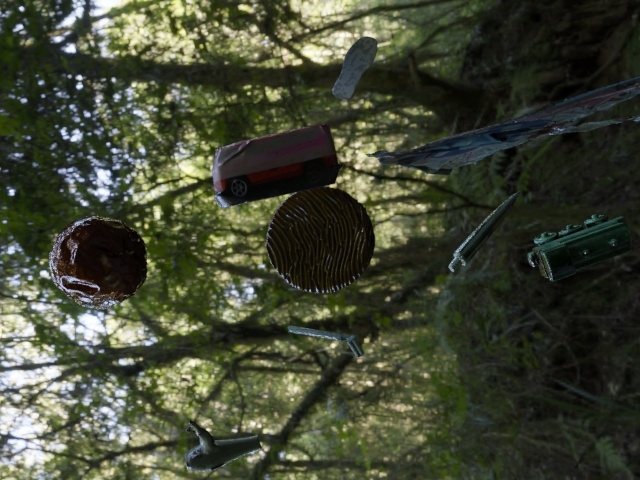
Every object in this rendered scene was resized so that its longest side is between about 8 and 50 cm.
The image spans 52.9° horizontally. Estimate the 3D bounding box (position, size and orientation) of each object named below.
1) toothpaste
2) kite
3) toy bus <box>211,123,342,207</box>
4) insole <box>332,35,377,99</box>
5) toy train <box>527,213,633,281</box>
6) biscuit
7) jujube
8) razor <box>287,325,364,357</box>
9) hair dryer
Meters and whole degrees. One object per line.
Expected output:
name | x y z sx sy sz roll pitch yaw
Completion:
toothpaste | 0.305 -0.017 1.196 0.204 0.031 0.049 -46 -11 -16
kite | 0.208 -0.106 0.654 0.369 0.406 0.014 -11 -93 -23
toy bus | -0.103 -0.170 1.494 0.127 0.303 0.147 21 -122 -86
insole | 0.079 -0.403 1.508 0.065 0.193 0.006 18 -128 -10
toy train | 0.432 0.010 1.062 0.111 0.171 0.071 -89 -21 -81
biscuit | 0.000 0.000 1.862 0.040 0.318 0.317 -88 -10 -82
jujube | -0.400 0.040 1.170 0.174 0.250 0.174 2 -95 -21
razor | 0.009 0.243 1.645 0.036 0.211 0.084 -60 -36 -27
hair dryer | -0.207 0.426 1.387 0.199 0.167 0.067 101 155 -43
